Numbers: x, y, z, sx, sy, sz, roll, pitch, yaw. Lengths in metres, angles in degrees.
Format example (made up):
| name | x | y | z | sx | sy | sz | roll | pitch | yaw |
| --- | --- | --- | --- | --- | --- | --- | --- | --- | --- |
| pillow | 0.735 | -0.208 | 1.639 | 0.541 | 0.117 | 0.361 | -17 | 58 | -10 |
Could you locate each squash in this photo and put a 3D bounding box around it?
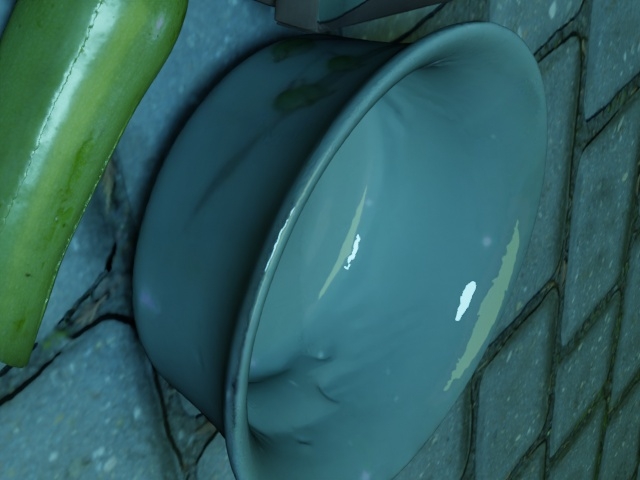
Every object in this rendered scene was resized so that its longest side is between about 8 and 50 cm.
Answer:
| name | x | y | z | sx | sy | sz | roll | pitch | yaw |
| --- | --- | --- | --- | --- | --- | --- | --- | --- | --- |
| squash | -0.141 | -0.054 | 0.571 | 0.083 | 0.083 | 0.250 | 14 | 101 | -60 |

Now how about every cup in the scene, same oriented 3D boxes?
| name | x | y | z | sx | sy | sz | roll | pitch | yaw |
| --- | --- | --- | --- | --- | --- | --- | --- | --- | --- |
| cup | 0.000 | 0.000 | 0.746 | 0.347 | 0.163 | 0.347 | -37 | 141 | -39 |

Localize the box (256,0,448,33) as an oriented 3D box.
| name | x | y | z | sx | sy | sz | roll | pitch | yaw |
| --- | --- | --- | --- | --- | --- | --- | --- | --- | --- |
| box | 0.040 | -0.258 | 0.698 | 0.215 | 0.086 | 0.215 | -26 | 132 | -48 |
